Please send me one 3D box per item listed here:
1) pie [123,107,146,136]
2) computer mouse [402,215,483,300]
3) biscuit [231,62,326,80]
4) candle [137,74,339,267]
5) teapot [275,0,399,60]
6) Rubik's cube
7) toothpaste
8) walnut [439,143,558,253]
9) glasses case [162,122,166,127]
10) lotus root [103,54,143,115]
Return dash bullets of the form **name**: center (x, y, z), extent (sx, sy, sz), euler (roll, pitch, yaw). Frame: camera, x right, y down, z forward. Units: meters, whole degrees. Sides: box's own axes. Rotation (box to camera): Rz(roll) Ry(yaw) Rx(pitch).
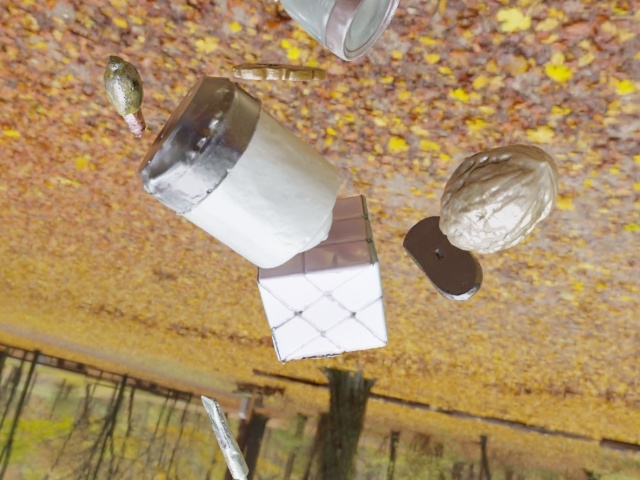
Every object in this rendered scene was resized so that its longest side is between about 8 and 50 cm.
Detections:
- **pie**: center (-0.393, -0.280, 1.390), extent (0.036, 0.154, 0.154), euler (-22, 164, -6)
- **computer mouse**: center (0.330, 0.055, 1.785), extent (0.086, 0.137, 0.269), euler (37, -165, -52)
- **biscuit**: center (-0.150, -0.481, 1.937), extent (0.278, 0.043, 0.301), euler (-11, -160, -40)
- **candle**: center (-0.102, -0.088, 1.087), extent (0.342, 0.221, 0.221), euler (36, 154, -25)
- **teapot**: center (0.033, -0.664, 1.704), extent (0.312, 0.315, 0.233), euler (38, -162, 13)
- **Rubik's cube**: center (0.004, 0.074, 1.356), extent (0.221, 0.224, 0.231), euler (-8, 127, 3)
- **toothpaste**: center (-0.201, 0.431, 1.470), extent (0.060, 0.038, 0.233), euler (4, 119, 49)
- **walnut**: center (0.300, -0.075, 1.138), extent (0.178, 0.178, 0.230), euler (18, 149, -18)
- **glasses case**: center (-0.366, -0.283, 1.735), extent (0.083, 0.032, 0.021), euler (25, 131, 34)
- **lotus root**: center (-0.278, -0.219, 0.967), extent (0.049, 0.054, 0.099), euler (22, 147, 13)
